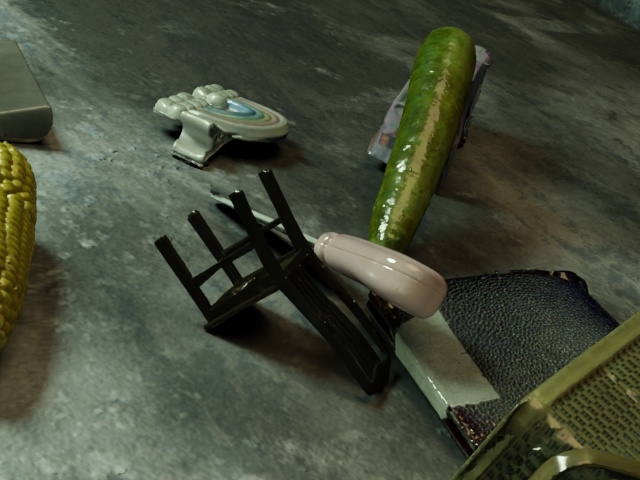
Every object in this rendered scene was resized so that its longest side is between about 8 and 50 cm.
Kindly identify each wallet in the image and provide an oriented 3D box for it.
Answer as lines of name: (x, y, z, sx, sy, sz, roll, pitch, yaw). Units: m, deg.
wallet: (0.194, 0.115, 1.031, 0.262, 0.071, 0.221, 1, 35, -28)

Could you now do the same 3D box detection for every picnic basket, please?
picnic basket: (0.195, 0.165, 0.765, 0.139, 0.165, 0.267, 45, 34, 18)

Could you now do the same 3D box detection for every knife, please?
knife: (0.002, 0.001, 1.068, 0.081, 0.043, 0.336, 31, -3, -38)

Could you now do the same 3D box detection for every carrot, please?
carrot: (0.112, -0.109, 1.262, 0.074, 0.074, 0.358, 20, 53, 0)

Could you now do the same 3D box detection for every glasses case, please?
glasses case: (-0.346, -0.166, 1.220, 0.072, 0.042, 0.190, -2, 32, -27)

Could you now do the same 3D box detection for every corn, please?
corn: (-0.270, 0.001, 0.878, 0.091, 0.091, 0.260, -13, 34, -3)

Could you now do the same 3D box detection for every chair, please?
chair: (-0.036, 0.057, 0.972, 0.212, 0.101, 0.084, 58, 27, -7)

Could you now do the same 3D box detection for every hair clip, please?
hair clip: (-0.113, -0.139, 1.342, 0.140, 0.054, 0.220, 19, 20, 14)

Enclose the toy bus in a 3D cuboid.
toy bus: (0.159, -0.186, 1.524, 0.112, 0.138, 0.317, 23, 27, 4)
